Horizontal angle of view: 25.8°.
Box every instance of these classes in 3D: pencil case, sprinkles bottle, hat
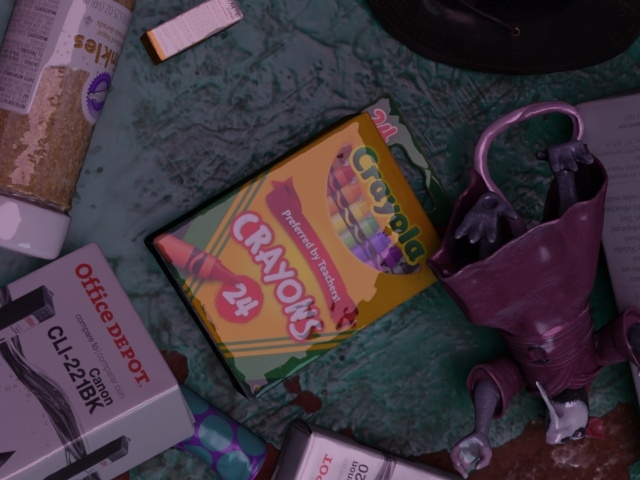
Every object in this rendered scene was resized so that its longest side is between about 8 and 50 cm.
[{"bbox_3d":[-0.130,0.205,1.482,0.152,0.064,0.070,35,68,-12],"label":"pencil case"},{"bbox_3d":[-0.270,-0.163,1.402,0.121,0.121,0.355,17,88,-14],"label":"sprinkles bottle"},{"bbox_3d":[0.208,-0.326,1.482,0.331,0.331,0.134,36,43,-13],"label":"hat"}]

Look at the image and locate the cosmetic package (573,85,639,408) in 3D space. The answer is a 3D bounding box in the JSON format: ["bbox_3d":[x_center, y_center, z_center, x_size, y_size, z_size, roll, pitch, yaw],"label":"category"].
[{"bbox_3d":[0.457,0.038,1.544,0.230,0.161,0.453,-18,97,-29],"label":"cosmetic package"}]

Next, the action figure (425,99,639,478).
[{"bbox_3d":[0.228,0.081,1.519,0.248,0.275,0.370,-16,127,6],"label":"action figure"}]

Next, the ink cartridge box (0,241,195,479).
[{"bbox_3d":[-0.288,0.155,1.369,0.273,0.114,0.197,-27,60,-13],"label":"ink cartridge box"}]

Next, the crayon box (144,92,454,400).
[{"bbox_3d":[0.000,0.000,1.497,0.318,0.081,0.202,-33,99,-11],"label":"crayon box"}]

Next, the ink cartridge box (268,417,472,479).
[{"bbox_3d":[0.050,0.304,1.518,0.218,0.092,0.158,21,87,-12],"label":"ink cartridge box"}]

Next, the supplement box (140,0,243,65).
[{"bbox_3d":[-0.135,-0.222,1.463,0.098,0.062,0.036,-30,98,-10],"label":"supplement box"}]
